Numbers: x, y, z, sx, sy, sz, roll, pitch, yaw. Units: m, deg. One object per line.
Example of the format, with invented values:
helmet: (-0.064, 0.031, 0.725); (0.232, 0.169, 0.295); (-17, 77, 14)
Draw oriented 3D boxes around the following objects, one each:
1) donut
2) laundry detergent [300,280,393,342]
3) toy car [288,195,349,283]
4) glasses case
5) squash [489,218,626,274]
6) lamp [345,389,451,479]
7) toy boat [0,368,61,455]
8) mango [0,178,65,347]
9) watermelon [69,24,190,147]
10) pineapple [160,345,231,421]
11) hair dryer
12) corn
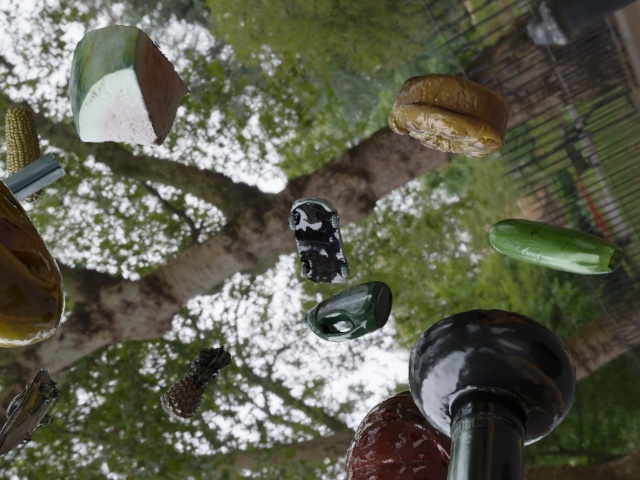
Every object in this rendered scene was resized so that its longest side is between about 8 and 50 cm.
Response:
donut: (0.245, -0.234, 1.400); (0.226, 0.226, 0.114); (23, -96, -62)
laundry detergent: (0.043, 0.158, 1.532); (0.063, 0.211, 0.137); (51, -143, -30)
toy car: (0.000, 0.000, 1.412); (0.056, 0.095, 0.205); (-71, -26, -53)
glasses case: (-0.668, -0.090, 1.563); (0.105, 0.266, 0.056); (30, 151, 61)
squash: (0.429, 0.009, 1.395); (0.292, 0.082, 0.082); (18, 153, 53)
lamp: (0.172, 0.384, 1.161); (0.303, 0.257, 0.303); (30, -132, -40)
toy boat: (-0.461, 0.278, 1.146); (0.066, 0.084, 0.210); (23, -165, -6)
mango: (-0.463, 0.000, 0.899); (0.365, 0.182, 0.253); (41, -173, 9)
watermelon: (-0.375, -0.300, 1.429); (0.232, 0.310, 0.193); (41, -135, -27)
pineapple: (-0.233, 0.267, 1.410); (0.159, 0.074, 0.074); (-52, -59, -25)
hair dryer: (0.211, 0.234, 0.596); (0.284, 0.155, 0.320); (17, -142, -9)
corn: (-0.805, -0.230, 2.004); (0.091, 0.091, 0.260); (-12, -80, -59)
